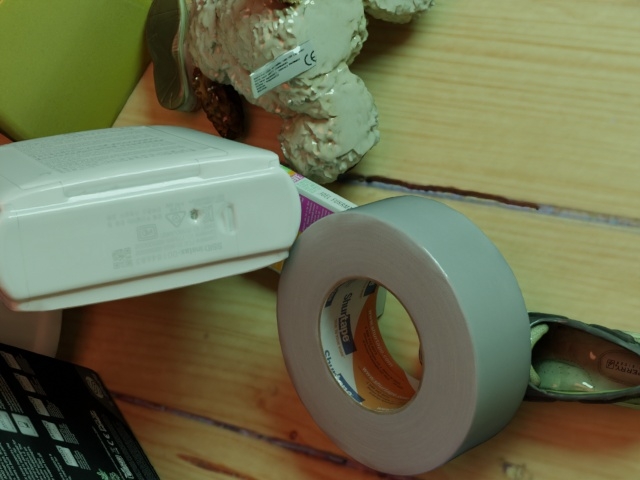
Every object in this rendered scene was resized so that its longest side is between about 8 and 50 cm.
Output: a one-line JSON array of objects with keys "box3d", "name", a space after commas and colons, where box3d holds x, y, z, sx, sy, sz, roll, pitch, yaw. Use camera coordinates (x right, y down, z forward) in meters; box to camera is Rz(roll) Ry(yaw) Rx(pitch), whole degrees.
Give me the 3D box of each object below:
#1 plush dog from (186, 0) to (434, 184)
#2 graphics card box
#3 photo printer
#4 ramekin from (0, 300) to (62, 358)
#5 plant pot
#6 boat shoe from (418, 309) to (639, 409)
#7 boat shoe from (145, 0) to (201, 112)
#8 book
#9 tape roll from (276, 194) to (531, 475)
[{"box3d": [-0.047, -0.206, 1.135, 0.225, 0.211, 0.262, 15, 82, 53], "name": "plush dog"}, {"box3d": [-0.275, 0.186, 1.014, 0.094, 0.371, 0.233, -44, 62, 9], "name": "graphics card box"}, {"box3d": [-0.192, -0.032, 1.067, 0.307, 0.256, 0.107, 22, 120, 62], "name": "photo printer"}, {"box3d": [-0.407, 0.070, 1.227, 0.277, 0.135, 0.277, -6, 80, 33], "name": "ramekin"}, {"box3d": [-0.323, -0.220, 1.264, 0.212, 0.187, 0.212, 31, 91, 30], "name": "plant pot"}, {"box3d": [0.177, 0.092, 0.980, 0.224, 0.073, 0.080, 5, 78, 28], "name": "boat shoe"}, {"box3d": [-0.148, -0.194, 1.248, 0.050, 0.045, 0.135, -12, 74, 31], "name": "boat shoe"}, {"box3d": [0.000, 0.000, 1.092, 0.144, 0.035, 0.096, 31, 130, 29], "name": "book"}, {"box3d": [0.063, 0.076, 0.983, 0.219, 0.072, 0.219, 18, 116, 43], "name": "tape roll"}]
